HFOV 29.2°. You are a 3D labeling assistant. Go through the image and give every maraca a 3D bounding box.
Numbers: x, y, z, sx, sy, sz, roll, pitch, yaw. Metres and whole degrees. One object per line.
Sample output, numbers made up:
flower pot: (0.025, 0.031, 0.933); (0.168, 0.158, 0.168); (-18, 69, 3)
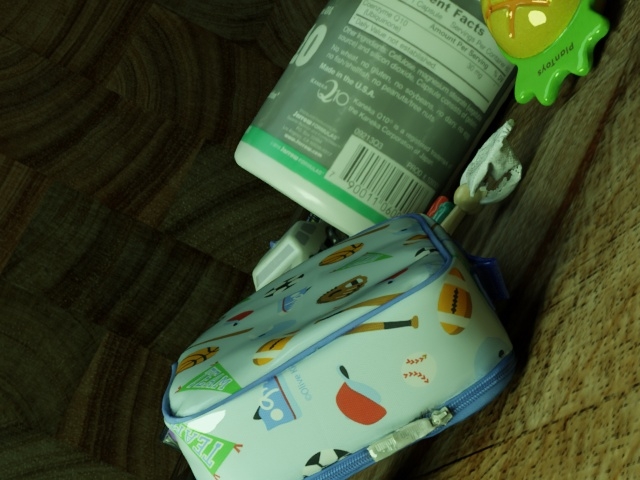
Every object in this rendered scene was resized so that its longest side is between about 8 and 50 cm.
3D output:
maraca: (0.189, -0.196, 1.018); (0.127, 0.099, 0.185); (-46, 38, 44)

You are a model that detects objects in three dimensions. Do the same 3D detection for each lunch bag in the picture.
lunch bag: (0.019, 0.080, 0.875); (0.243, 0.115, 0.303); (-29, 10, 4)

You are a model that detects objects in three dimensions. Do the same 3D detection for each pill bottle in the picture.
pill bottle: (0.090, -0.179, 1.223); (0.361, 0.204, 0.204); (-57, 5, 0)

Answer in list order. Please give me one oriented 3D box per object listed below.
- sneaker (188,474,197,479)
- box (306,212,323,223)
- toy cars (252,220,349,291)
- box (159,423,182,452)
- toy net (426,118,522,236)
sneaker: (-0.172, 0.419, 1.416); (0.257, 0.169, 0.447); (-56, 9, -27)
box: (0.000, 0.000, 2.107); (0.216, 0.060, 0.270); (-63, 5, 3)
toy cars: (0.027, -0.047, 1.432); (0.393, 0.087, 0.176); (-49, 6, -27)
box: (-0.135, 0.244, 1.770); (0.165, 0.143, 0.270); (-65, 5, -10)
toy net: (0.124, -0.019, 1.078); (0.232, 0.045, 0.122); (-57, 3, 39)
